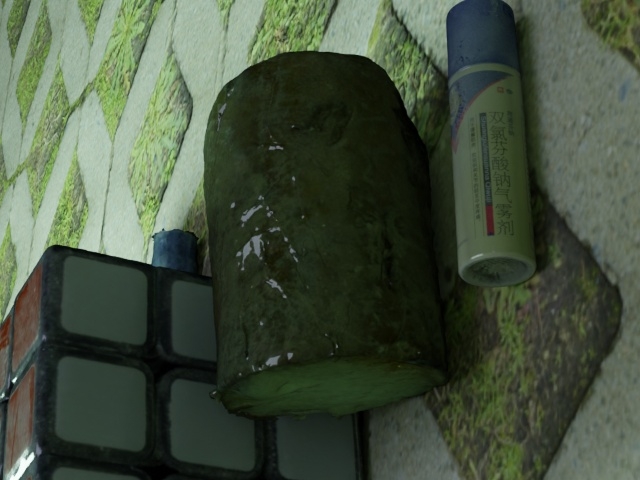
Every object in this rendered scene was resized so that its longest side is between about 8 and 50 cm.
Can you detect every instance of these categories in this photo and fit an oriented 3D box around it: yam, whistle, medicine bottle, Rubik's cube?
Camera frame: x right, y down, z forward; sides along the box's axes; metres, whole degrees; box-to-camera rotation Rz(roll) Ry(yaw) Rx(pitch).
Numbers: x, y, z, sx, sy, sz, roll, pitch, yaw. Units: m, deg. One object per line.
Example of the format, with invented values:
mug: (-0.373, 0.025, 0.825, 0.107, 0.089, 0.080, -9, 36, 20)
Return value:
yam: (0.000, 0.000, 1.128, 0.195, 0.195, 0.300, -45, 41, 49)
whistle: (-0.181, 0.132, 1.607, 0.062, 0.062, 0.304, -40, 43, 53)
medicine bottle: (0.130, -0.079, 1.045, 0.059, 0.059, 0.231, -41, 43, 52)
Rubik's cube: (-0.154, 0.222, 1.215, 0.305, 0.301, 0.303, -48, 37, 49)
